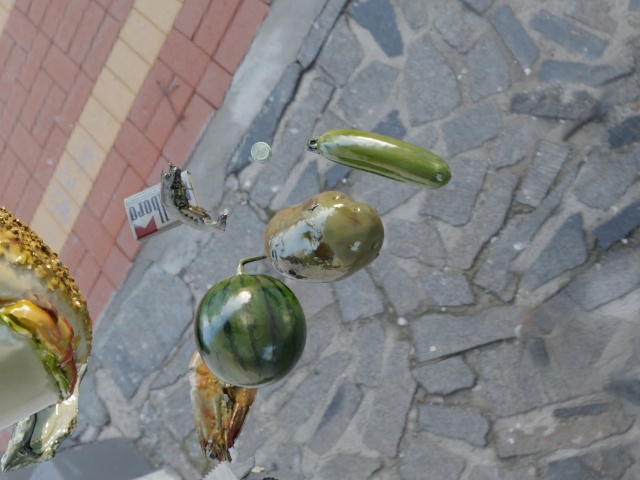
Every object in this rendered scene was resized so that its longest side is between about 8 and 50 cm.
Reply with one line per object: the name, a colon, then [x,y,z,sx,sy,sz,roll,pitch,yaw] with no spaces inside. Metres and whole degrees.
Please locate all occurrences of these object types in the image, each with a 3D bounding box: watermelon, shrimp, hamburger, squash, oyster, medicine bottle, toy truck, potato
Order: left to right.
hamburger: [-0.356,0.060,0.738,0.294,0.179,0.276,41,151,10]
oyster: [-0.480,0.271,1.303,0.087,0.199,0.252,-13,76,16]
shrimp: [-0.244,-0.072,1.406,0.150,0.217,0.051,30,68,8]
shrimp: [-0.213,0.366,1.613,0.062,0.154,0.295,147,121,-74]
watermelon: [-0.118,0.134,1.203,0.188,0.188,0.215,-15,84,32]
medicine bottle: [-0.136,-0.203,1.697,0.047,0.083,0.047,0,92,-2]
toy truck: [-0.080,0.492,1.318,0.286,0.111,0.136,43,125,0]
potato: [0.000,0.000,1.356,0.262,0.165,0.165,-18,78,46]
squash: [0.089,-0.138,1.171,0.252,0.066,0.066,17,97,19]

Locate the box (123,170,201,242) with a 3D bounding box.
box: [-0.376,-0.081,1.755,0.177,0.036,0.115,-23,73,9]
